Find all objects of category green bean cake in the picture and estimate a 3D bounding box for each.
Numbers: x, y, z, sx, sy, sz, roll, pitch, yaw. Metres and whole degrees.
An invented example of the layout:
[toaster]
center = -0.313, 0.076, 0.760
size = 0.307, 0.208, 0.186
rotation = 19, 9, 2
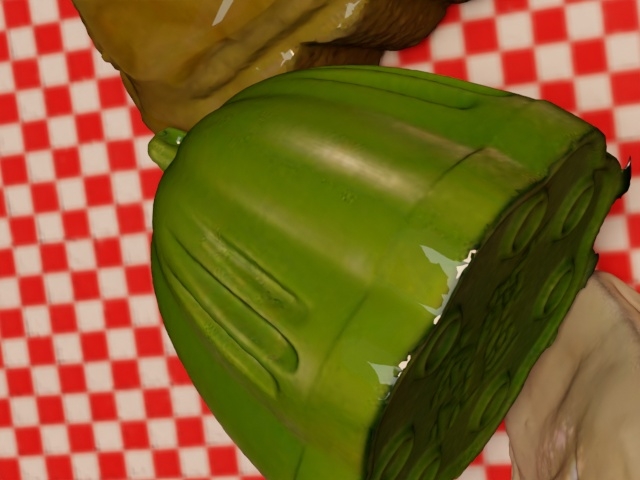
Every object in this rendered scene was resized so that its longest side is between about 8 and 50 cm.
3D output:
[green bean cake]
center = -0.029, -0.183, 0.612
size = 0.233, 0.124, 0.236
rotation = -35, 84, 20

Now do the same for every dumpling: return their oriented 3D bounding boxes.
[dumpling]
center = 0.145, 0.138, 0.597
size = 0.252, 0.131, 0.179
rotation = 51, 133, 24

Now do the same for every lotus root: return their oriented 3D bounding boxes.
[lotus root]
center = 0.000, 0.000, 0.561
size = 0.186, 0.186, 0.186
rotation = 3, 98, 20
